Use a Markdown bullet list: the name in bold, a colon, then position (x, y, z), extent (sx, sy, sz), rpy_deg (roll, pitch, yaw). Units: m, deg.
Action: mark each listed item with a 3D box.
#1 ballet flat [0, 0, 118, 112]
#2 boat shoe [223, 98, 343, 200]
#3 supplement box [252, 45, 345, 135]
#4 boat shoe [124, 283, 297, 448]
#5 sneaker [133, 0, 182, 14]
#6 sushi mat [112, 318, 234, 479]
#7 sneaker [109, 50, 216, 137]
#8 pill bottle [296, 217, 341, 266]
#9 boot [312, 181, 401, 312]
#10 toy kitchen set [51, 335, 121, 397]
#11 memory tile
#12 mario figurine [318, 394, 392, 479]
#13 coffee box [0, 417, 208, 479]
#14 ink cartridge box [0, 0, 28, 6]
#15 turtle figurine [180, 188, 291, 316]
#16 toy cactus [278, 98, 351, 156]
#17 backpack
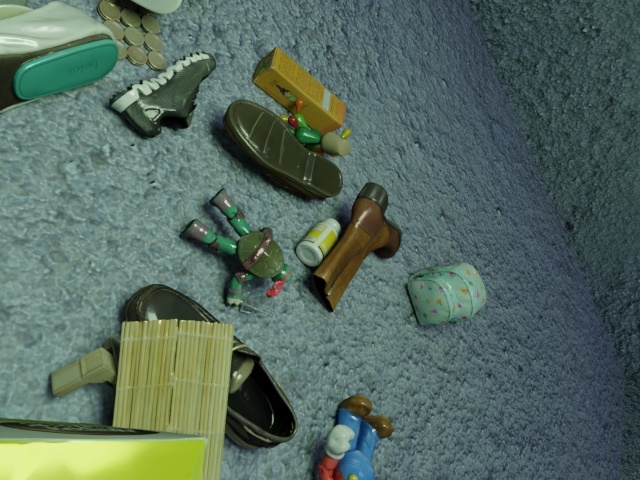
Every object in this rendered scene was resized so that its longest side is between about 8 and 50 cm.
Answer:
- **ballet flat**: position (-0.454, -0.232, 0.587), extent (0.139, 0.139, 0.400), rpy_deg (56, 41, -16)
- **boat shoe**: position (-0.091, -0.170, 0.946), extent (0.307, 0.104, 0.111), rpy_deg (35, 62, -35)
- **supplement box**: position (-0.045, -0.349, 1.071), extent (0.233, 0.078, 0.080), rpy_deg (29, 57, -37)
- **boat shoe**: position (-0.155, 0.200, 0.725), extent (0.355, 0.130, 0.132), rpy_deg (51, 46, -21)
- **sneaker**: position (-0.364, -0.507, 0.792), extent (0.295, 0.105, 0.147), rpy_deg (30, 25, -14)
- **sushi mat**: position (-0.209, 0.268, 0.623), extent (0.151, 0.019, 0.317), rpy_deg (5, 87, -12)
- **sneaker**: position (-0.262, -0.261, 0.820), extent (0.106, 0.078, 0.234), rpy_deg (56, 48, -20)
- **pill bottle**: position (0.000, 0.000, 1.005), extent (0.065, 0.065, 0.116), rpy_deg (56, 45, -16)
- **boot**: position (0.095, 0.049, 1.054), extent (0.281, 0.096, 0.264), rpy_deg (-61, 156, -25)
- **toy kitchen set**: position (-0.321, 0.185, 0.639), extent (0.068, 0.075, 0.083), rpy_deg (56, -10, 38)
- **memory tile**: position (-0.345, -0.389, 0.820), extent (0.113, 0.012, 0.148), rpy_deg (-4, 80, -47)
- **mario figurine**: position (0.080, 0.467, 0.843), extent (0.197, 0.170, 0.321), rpy_deg (21, 46, 0)
- **coffee box**: position (-0.333, 0.320, 0.349), extent (0.337, 0.334, 0.339), rpy_deg (22, 61, -40)
- **ink cartridge box**: position (-0.490, -0.398, 0.587), extent (0.128, 0.127, 0.176), rpy_deg (-43, 107, -46)
- **turtle figurine**: position (-0.130, 0.023, 0.833), extent (0.234, 0.118, 0.175), rpy_deg (45, 48, -18)
- **toy cactus**: position (0.006, -0.238, 1.018), extent (0.218, 0.180, 0.112), rpy_deg (16, 102, -44)
- **backpack**: position (0.342, 0.147, 1.219), extent (0.144, 0.188, 0.166), rpy_deg (-16, 89, -48)
